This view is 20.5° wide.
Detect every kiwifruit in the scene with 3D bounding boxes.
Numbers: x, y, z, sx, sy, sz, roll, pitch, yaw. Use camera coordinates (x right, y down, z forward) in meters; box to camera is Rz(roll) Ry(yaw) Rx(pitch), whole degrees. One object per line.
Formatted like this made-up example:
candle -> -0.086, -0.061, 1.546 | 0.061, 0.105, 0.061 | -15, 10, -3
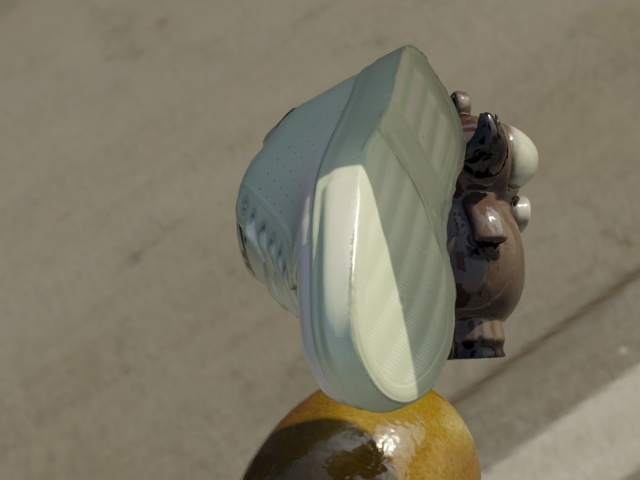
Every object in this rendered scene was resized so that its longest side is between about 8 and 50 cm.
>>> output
kiwifruit -> 0.027, 0.220, 1.465 | 0.196, 0.196, 0.234 | -3, 31, 36

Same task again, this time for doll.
doll -> 0.141, -0.014, 1.684 | 0.117, 0.257, 0.182 | 5, -6, -16

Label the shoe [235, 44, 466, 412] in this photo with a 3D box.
shoe -> 0.000, 0.000, 1.183 | 0.160, 0.131, 0.363 | -25, 26, 23
